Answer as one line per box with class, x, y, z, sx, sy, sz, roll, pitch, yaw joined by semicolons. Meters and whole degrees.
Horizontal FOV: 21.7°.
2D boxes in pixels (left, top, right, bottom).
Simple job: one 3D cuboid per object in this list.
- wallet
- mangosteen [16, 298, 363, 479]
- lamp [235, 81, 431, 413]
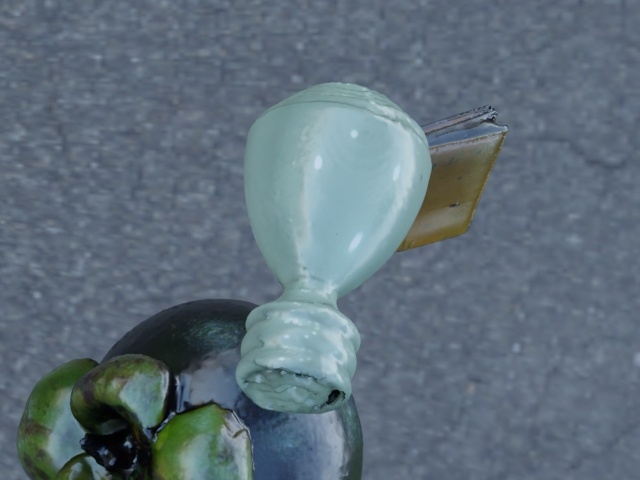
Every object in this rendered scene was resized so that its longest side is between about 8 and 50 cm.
wallet;0.091;-0.055;1.717;0.195;0.042;0.161;-15;141;-30
mangosteen;-0.085;0.147;1.174;0.243;0.243;0.243;-5;98;-40
lamp;0.000;0.000;0.912;0.106;0.106;0.193;36;54;-37
